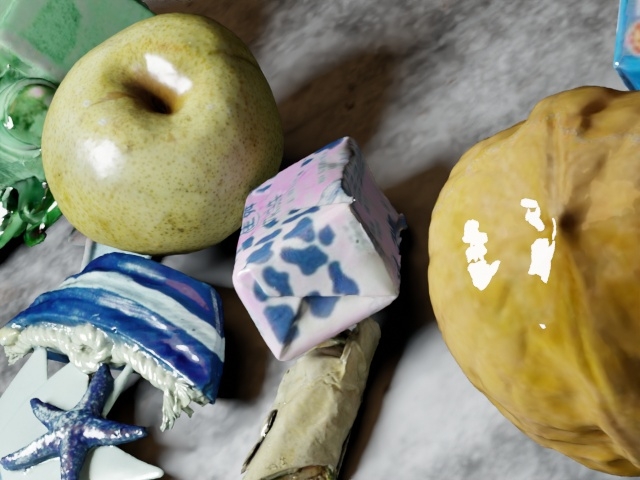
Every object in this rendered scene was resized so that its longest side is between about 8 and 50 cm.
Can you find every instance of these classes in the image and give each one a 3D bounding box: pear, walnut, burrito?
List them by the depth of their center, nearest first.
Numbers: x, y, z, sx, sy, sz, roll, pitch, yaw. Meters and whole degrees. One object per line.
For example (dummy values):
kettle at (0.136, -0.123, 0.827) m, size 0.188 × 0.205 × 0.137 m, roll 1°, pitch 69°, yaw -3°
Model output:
walnut at (0.152, 0.019, 0.916) m, size 0.195 × 0.221 × 0.195 m, roll -8°, pitch 70°, yaw 23°
burrito at (-0.005, 0.106, 1.116) m, size 0.055 × 0.041 × 0.149 m, roll 5°, pitch 52°, yaw 30°
pear at (-0.106, -0.069, 1.280) m, size 0.167 × 0.136 × 0.167 m, roll -5°, pitch 57°, yaw 8°

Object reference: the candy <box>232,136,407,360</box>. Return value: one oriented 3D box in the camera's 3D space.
candy at (0.000, 0.000, 1.163) m, size 0.092 × 0.073 × 0.160 m, roll -29°, pitch 17°, yaw 11°

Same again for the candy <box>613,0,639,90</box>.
candy at (0.313, -0.153, 0.973) m, size 0.306 × 0.100 × 0.157 m, roll -1°, pitch 73°, yaw 28°

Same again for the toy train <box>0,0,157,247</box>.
toy train at (-0.244, -0.097, 1.431) m, size 0.266 × 0.145 × 0.202 m, roll -18°, pitch 42°, yaw 57°

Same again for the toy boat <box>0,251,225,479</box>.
toy boat at (-0.155, 0.131, 1.213) m, size 0.210 × 0.070 × 0.292 m, roll -16°, pitch 47°, yaw 34°

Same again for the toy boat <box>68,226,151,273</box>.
toy boat at (-0.155, 0.027, 1.357) m, size 0.096 × 0.034 × 0.122 m, roll -16°, pitch 51°, yaw 33°
